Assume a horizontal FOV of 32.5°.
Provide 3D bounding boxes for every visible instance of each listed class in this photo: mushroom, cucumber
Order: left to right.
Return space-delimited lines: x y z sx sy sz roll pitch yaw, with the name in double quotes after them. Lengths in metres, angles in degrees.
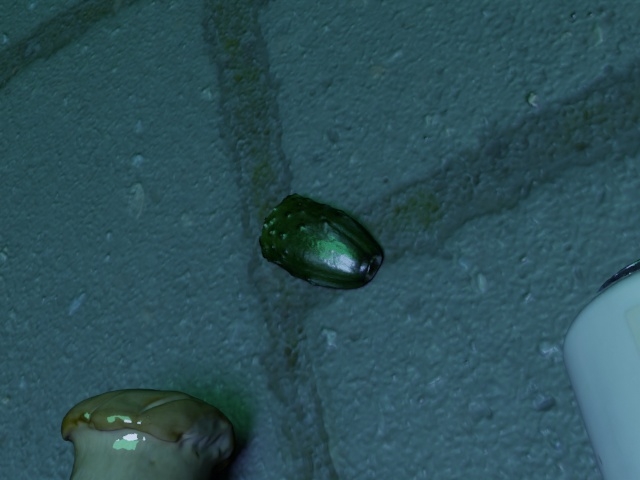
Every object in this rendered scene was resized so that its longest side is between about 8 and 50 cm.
-0.158 0.298 0.739 0.154 0.138 0.407 126 159 -56 "mushroom"
0.000 0.000 0.882 0.107 0.035 0.067 22 75 38 "cucumber"

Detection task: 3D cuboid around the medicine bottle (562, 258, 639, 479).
0.227 0.143 0.573 0.143 0.143 0.258 -25 51 19 "medicine bottle"
